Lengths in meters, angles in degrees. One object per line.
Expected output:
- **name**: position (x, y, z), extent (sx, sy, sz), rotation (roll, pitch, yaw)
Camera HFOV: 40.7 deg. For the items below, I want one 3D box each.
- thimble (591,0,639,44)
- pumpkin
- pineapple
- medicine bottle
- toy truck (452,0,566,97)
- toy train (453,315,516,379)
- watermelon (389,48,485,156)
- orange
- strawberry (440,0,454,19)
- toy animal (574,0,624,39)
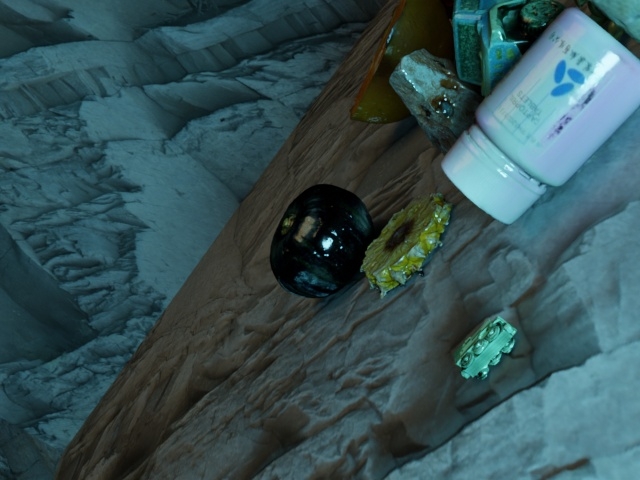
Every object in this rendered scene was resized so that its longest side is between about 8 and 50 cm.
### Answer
- **thimble**: position (0.433, -0.351, 0.956), extent (0.291, 0.195, 0.291), rotation (-47, 13, 14)
- **pumpkin**: position (0.000, 0.000, 1.656), extent (0.233, 0.163, 0.233), rotation (-53, 15, 20)
- **pineapple**: position (0.141, 0.002, 1.419), extent (0.221, 0.047, 0.221), rotation (-49, 16, 19)
- **medicine bottle**: position (0.280, -0.152, 1.084), extent (0.254, 0.152, 0.152), rotation (-48, 15, 21)
- **toy truck**: position (0.273, -0.301, 1.239), extent (0.156, 0.155, 0.278), rotation (-1, 43, 14)
- **toy train**: position (0.190, 0.122, 0.994), extent (0.083, 0.033, 0.053), rotation (-51, 11, 16)
- **watermelon**: position (0.203, -0.204, 1.291), extent (0.154, 0.241, 0.094), rotation (-61, 22, -8)
- **orange**: position (0.166, -0.405, 1.864), extent (0.274, 0.310, 0.274), rotation (-8, 35, 6)
- **strawberry**: position (0.279, -0.615, 1.929), extent (0.277, 0.257, 0.257), rotation (6, 51, 25)
- **toy animal**: position (0.419, -0.341, 1.231), extent (0.101, 0.103, 0.218), rotation (-27, 17, 13)
